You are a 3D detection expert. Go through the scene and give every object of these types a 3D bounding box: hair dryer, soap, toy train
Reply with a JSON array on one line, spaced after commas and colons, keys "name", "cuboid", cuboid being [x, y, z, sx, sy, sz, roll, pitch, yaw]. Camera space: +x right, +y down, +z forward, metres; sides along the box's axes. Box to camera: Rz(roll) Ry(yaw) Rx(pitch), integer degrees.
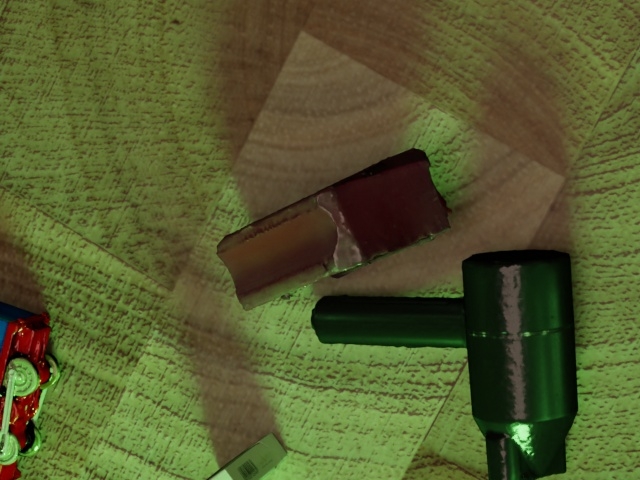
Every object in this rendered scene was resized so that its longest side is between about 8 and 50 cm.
[{"name": "hair dryer", "cuboid": [0.127, 0.134, 1.950, 0.302, 0.116, 0.244, 1, 96, 30]}, {"name": "soap", "cuboid": [0.000, 0.000, 1.932, 0.250, 0.162, 0.099, -25, 92, 51]}, {"name": "toy train", "cuboid": [-0.380, 0.175, 2.127, 0.131, 0.083, 0.204, 18, 99, 16]}]

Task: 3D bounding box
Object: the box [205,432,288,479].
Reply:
[{"name": "box", "cuboid": [-0.098, 0.264, 2.000, 0.084, 0.154, 0.040, -40, 86, 19]}]
